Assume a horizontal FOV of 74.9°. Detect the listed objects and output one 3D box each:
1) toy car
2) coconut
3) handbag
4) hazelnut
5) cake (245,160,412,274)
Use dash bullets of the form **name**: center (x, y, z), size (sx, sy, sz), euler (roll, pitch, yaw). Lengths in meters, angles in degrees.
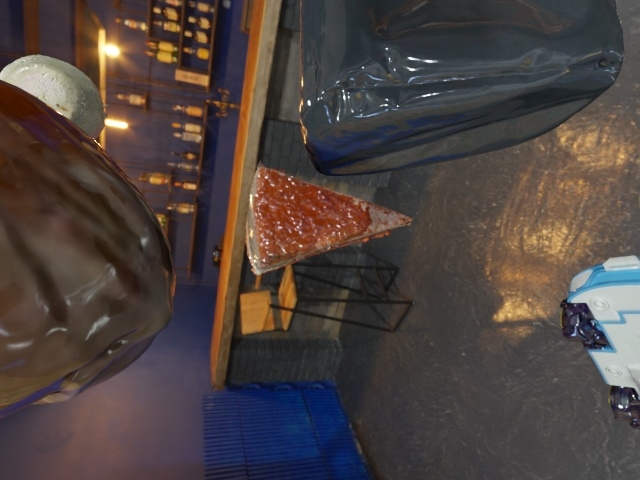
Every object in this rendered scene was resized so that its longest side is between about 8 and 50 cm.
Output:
- **toy car**: center (0.468, 0.130, 0.550), size (0.314, 0.166, 0.198), euler (53, 147, -12)
- **coconut**: center (-0.625, -0.321, 0.990), size (0.234, 0.225, 0.223), euler (-144, 60, -73)
- **handbag**: center (0.117, -0.216, 0.426), size (0.178, 0.276, 0.301), euler (74, -166, -67)
- **hazelnut**: center (-0.309, 0.015, 0.355), size (0.372, 0.373, 0.315), euler (-137, 61, -67)
- **cake**: center (0.000, 0.000, 0.673), size (0.158, 0.262, 0.159), euler (143, 144, -78)
